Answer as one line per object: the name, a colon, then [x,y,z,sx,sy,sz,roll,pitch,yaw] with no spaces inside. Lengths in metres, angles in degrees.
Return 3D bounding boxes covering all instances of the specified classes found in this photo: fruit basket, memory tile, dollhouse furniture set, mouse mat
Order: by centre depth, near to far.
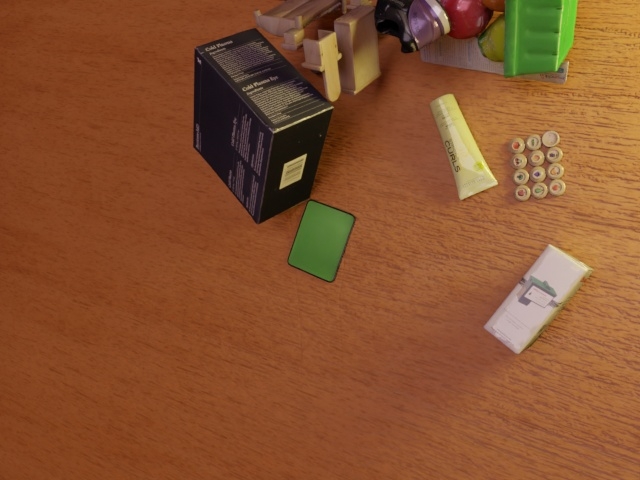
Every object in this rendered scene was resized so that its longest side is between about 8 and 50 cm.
fruit basket: [0.366,-0.502,1.325,0.353,0.327,0.165,25,60,33]
memory tile: [0.482,-0.165,1.377,0.113,0.012,0.147,-7,83,27]
dollhouse furniture set: [-0.045,-0.479,1.505,0.356,0.303,0.173,21,138,32]
mouse mat: [0.000,0.000,1.622,0.153,0.007,0.189,22,96,27]

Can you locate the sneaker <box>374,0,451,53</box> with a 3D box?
sneaker: [0.153,-0.525,1.346,0.124,0.107,0.283,-35,63,4]

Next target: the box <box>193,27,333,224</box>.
box: [-0.157,-0.277,1.528,0.312,0.179,0.343,49,149,20]

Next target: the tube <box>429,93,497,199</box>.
tube: [0.325,-0.222,1.439,0.070,0.062,0.240,-36,72,64]

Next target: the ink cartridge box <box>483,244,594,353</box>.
ink cartridge box: [0.457,0.120,1.290,0.093,0.160,0.219,40,104,24]

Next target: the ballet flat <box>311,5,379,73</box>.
ballet flat: [0.076,-0.509,1.592,0.250,0.058,0.084,-33,72,27]
